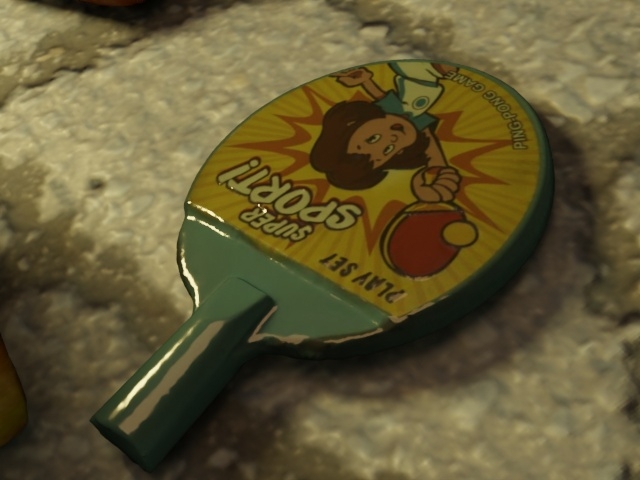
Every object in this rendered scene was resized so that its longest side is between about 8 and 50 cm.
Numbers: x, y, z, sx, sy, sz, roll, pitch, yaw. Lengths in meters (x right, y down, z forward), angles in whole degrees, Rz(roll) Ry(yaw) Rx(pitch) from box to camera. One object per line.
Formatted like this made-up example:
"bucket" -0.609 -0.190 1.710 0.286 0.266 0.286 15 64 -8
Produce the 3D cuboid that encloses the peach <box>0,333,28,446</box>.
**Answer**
"peach" -0.354 -0.021 0.533 0.242 0.306 0.380 -30 54 -19

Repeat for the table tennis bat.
"table tennis bat" 0.000 0.000 0.581 0.215 0.044 0.329 29 62 32

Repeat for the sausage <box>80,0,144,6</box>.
"sausage" -0.211 -0.238 0.817 0.197 0.076 0.076 18 58 26
